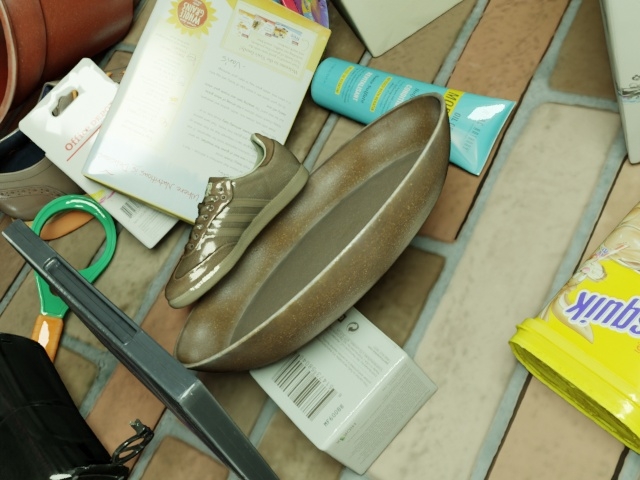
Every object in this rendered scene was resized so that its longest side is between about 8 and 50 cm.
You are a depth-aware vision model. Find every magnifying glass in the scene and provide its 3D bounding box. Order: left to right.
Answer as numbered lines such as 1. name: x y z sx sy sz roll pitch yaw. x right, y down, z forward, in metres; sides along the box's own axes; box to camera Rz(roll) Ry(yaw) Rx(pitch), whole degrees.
1. magnifying glass: -0.285 0.061 0.876 0.092 0.026 0.231 15 71 -12

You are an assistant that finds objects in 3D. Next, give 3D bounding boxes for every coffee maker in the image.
1. coffee maker: -0.266 0.174 0.756 0.171 0.120 0.178 -34 63 -16

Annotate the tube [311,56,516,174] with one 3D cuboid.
1. tube: 0.086 -0.132 0.809 0.207 0.052 0.080 25 87 30

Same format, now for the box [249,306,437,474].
1. box: 0.020 0.116 0.666 0.102 0.087 0.101 -46 52 -5

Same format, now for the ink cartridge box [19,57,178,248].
1. ink cartridge box: -0.211 -0.091 0.852 0.104 0.181 0.061 -47 13 -5

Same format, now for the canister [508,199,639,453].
1. canister: 0.243 0.053 0.598 0.170 0.073 0.126 -47 52 -6

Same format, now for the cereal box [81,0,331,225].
1. cereal box: -0.113 -0.139 0.817 0.240 0.173 0.047 -67 13 -4

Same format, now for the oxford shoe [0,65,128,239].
1. oxford shoe: -0.230 -0.139 0.918 0.364 0.133 0.130 -36 52 4

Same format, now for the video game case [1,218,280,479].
1. video game case: -0.153 0.103 0.695 0.274 0.196 0.026 31 68 37

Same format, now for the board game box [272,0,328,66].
1. board game box: -0.056 -0.260 0.900 0.033 0.133 0.169 -27 46 -28

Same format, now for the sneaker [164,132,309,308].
1. sneaker: -0.094 -0.021 0.769 0.188 0.071 0.066 -49 13 -18

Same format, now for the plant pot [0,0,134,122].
1. plant pot: -0.381 -0.293 0.977 0.272 0.272 0.265 2 28 28

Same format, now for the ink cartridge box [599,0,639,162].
1. ink cartridge box: 0.302 -0.204 0.618 0.168 0.232 0.171 -9 58 20

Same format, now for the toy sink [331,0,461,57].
1. toy sink: 0.100 -0.340 0.855 0.234 0.153 0.131 -34 52 7

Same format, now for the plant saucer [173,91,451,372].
1. plant saucer: 0.000 0.000 0.683 0.310 0.050 0.310 -43 14 13
